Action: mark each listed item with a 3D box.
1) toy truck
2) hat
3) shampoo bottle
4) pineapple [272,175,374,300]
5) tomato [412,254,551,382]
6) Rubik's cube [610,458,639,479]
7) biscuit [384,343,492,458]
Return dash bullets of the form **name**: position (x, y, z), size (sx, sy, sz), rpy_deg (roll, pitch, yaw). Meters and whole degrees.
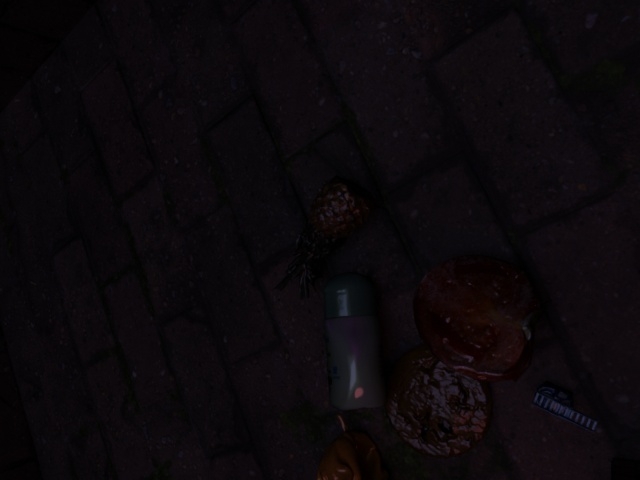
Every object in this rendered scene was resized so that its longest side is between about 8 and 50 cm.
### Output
- **toy truck**: position (0.545, 0.371, 1.165), size (0.136, 0.074, 0.063), rpy_deg (21, 102, 28)
- **hat**: position (0.066, 0.583, 1.403), size (0.233, 0.244, 0.233), rpy_deg (-19, 68, 23)
- **shampoo bottle**: position (0.085, 0.257, 1.378), size (0.151, 0.222, 0.349), rpy_deg (-3, 78, -2)
- **pineapple**: position (0.000, -0.002, 1.441), size (0.165, 0.165, 0.364), rpy_deg (42, 114, 24)
- **tomato**: position (0.366, 0.196, 1.218), size (0.309, 0.170, 0.309), rpy_deg (-15, 49, 18)
- **Rubik's cube**: position (0.687, 0.582, 0.991), size (0.238, 0.237, 0.237), rpy_deg (-4, 91, 32)
- **biscuit**: position (0.289, 0.408, 1.322), size (0.296, 0.075, 0.296), rpy_deg (1, 92, 31)
